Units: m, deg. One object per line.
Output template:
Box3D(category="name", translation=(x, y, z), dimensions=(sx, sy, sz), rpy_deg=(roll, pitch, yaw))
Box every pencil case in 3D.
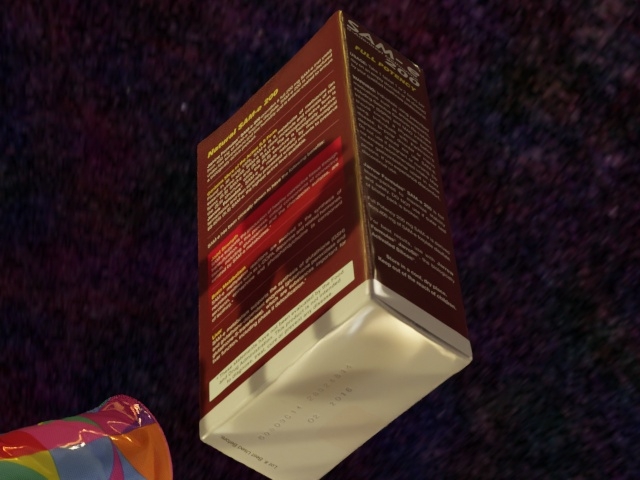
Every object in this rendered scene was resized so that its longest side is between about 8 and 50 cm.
Box3D(category="pencil case", translation=(-0.203, 0.155, 1.024), dimensions=(0.236, 0.104, 0.104), rpy_deg=(-6, 71, -34))

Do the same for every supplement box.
Box3D(category="supplement box", translation=(0.000, 0.000, 0.933), dimensions=(0.073, 0.130, 0.239), rpy_deg=(32, 32, -29))
